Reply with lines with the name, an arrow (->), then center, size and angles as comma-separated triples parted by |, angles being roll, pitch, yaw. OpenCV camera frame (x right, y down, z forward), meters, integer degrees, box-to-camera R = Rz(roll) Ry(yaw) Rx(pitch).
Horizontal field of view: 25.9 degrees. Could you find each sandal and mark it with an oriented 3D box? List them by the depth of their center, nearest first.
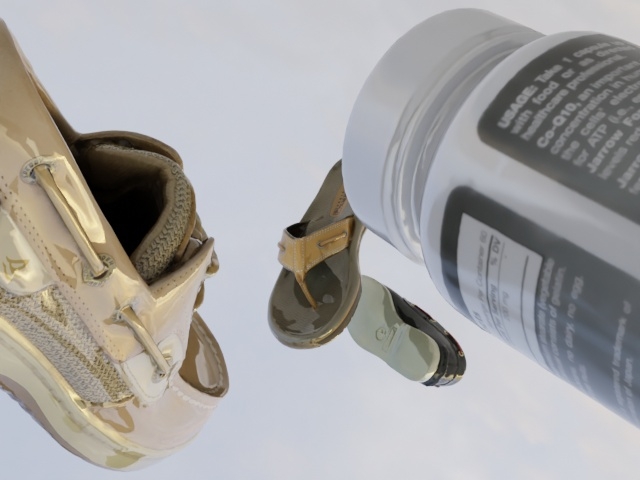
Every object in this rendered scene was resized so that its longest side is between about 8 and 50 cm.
sandal -> 0.000, 0.000, 1.020 | 0.049, 0.072, 0.180 | 53, -134, -42

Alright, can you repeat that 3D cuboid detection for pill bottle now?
pill bottle -> 0.152, -0.005, 0.661 | 0.161, 0.161, 0.283 | 2, -157, -43

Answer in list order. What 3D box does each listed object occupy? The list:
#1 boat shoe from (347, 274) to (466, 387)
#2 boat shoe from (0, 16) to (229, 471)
boat shoe -> 0.060, 0.070, 1.055 | 0.042, 0.049, 0.133 | 17, -165, -38
boat shoe -> -0.096, 0.015, 0.612 | 0.122, 0.110, 0.341 | 59, -176, 22
